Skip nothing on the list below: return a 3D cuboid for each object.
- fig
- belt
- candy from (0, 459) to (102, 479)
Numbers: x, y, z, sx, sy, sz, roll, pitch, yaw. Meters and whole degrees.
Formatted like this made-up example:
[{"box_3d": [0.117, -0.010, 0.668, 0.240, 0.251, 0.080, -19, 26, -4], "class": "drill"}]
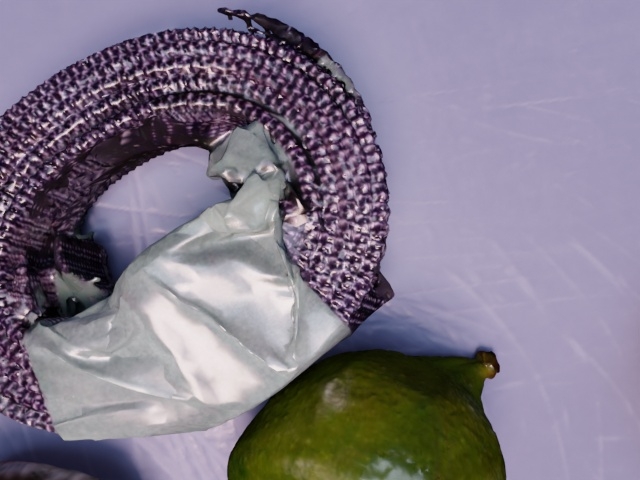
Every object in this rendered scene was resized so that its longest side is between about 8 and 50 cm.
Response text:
[{"box_3d": [0.057, 0.162, 0.458, 0.203, 0.235, 0.203, 16, 119, 30], "class": "fig"}, {"box_3d": [-0.106, -0.003, 0.426, 0.325, 0.122, 0.260, -30, 85, -2], "class": "belt"}, {"box_3d": [-0.235, 0.301, 0.430, 0.214, 0.157, 0.289, 20, 99, 9], "class": "candy"}]
